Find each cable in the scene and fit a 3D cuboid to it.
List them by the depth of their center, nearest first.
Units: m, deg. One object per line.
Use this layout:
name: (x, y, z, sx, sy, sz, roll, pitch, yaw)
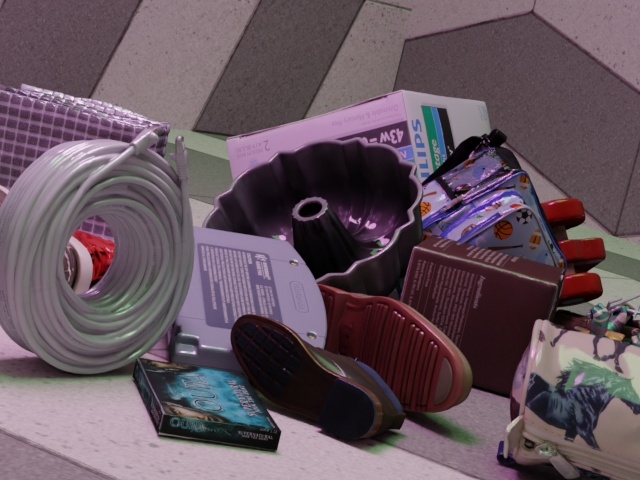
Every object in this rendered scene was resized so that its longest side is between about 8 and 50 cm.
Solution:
cable: (-0.249, 0.015, 1.534, 0.089, 0.257, 0.257, 14, 29, 41)

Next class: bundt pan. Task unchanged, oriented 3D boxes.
bundt pan: (0.000, 0.000, 2.024, 0.330, 0.124, 0.331, -12, 38, 9)

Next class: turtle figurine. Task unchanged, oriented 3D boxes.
turtle figurine: (0.422, 0.144, 2.142, 0.234, 0.118, 0.175, 0, -9, 15)

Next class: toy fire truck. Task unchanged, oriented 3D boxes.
toy fire truck: (0.336, 0.052, 2.413, 0.302, 0.169, 0.254, -9, -14, -8)

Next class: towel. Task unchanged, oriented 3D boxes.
towel: (-0.383, -0.095, 2.076, 0.283, 0.235, 0.121, 13, 15, -1)

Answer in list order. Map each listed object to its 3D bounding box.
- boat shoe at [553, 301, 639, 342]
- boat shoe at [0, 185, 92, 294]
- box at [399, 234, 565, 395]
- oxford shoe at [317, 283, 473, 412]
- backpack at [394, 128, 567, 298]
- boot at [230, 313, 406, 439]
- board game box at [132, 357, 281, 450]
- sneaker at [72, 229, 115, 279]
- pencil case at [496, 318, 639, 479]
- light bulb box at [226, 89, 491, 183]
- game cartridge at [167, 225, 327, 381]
boat shoe: (0.486, 0.145, 2.281, 0.095, 0.095, 0.257, 5, 12, -41)
boat shoe: (-0.437, -0.004, 1.827, 0.324, 0.117, 0.096, 27, 12, 34)
box: (0.217, 0.102, 1.937, 0.203, 0.167, 0.168, 15, 9, 12)
oxford shoe: (0.101, 0.129, 1.758, 0.130, 0.123, 0.348, 10, 9, -32)
backpack: (0.227, 0.018, 2.149, 0.263, 0.277, 0.213, -26, 28, 5)
boot: (-0.003, 0.158, 1.582, 0.219, 0.082, 0.106, 36, 9, 30)
board game box: (-0.124, 0.171, 1.479, 0.126, 0.026, 0.186, 11, 10, -18)
sneaker: (-0.308, 0.023, 1.931, 0.128, 0.087, 0.221, 10, 11, -13)
pencil case: (0.401, 0.222, 1.501, 0.410, 0.160, 0.184, 16, 50, 13)
light bulb box: (0.086, -0.108, 2.458, 0.357, 0.225, 0.361, -13, -4, 28)
game cartridge: (-0.095, 0.081, 1.745, 0.198, 0.062, 0.297, 13, 26, -15)
